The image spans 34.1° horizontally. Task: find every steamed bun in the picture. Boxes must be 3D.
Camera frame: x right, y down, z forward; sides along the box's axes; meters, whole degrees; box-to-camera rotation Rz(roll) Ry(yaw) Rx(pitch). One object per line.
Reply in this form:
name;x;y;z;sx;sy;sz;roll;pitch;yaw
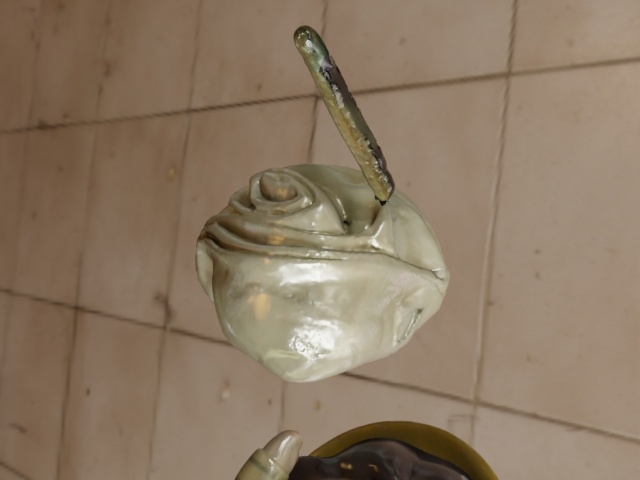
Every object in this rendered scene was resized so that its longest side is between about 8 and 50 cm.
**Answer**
steamed bun;0.005;0.006;1.368;0.310;0.324;0.219;51;146;43

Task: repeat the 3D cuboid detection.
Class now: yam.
yam;0.013;-0.054;0.463;0.014;0.107;0.014;-15;46;16

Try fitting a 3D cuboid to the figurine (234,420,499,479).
figurine;0.016;0.218;0.708;0.192;0.257;0.167;48;116;30
